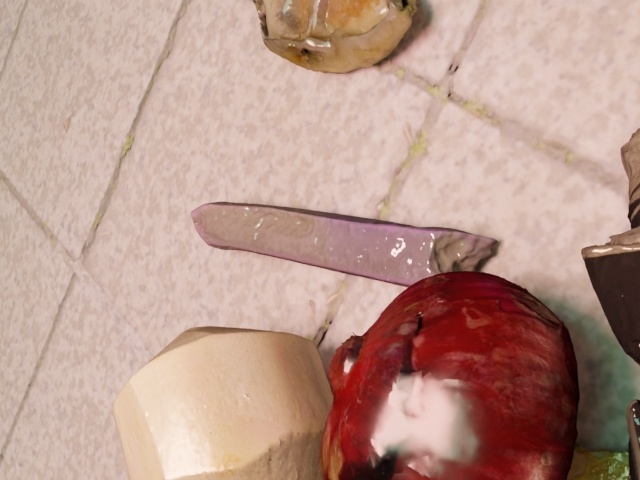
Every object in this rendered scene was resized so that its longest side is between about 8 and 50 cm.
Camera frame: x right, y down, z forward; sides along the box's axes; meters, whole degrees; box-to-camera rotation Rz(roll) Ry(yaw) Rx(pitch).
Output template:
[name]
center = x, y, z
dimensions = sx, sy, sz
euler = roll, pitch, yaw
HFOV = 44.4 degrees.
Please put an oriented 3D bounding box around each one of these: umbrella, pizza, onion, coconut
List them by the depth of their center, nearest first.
[umbrella]
center = 0.262, 0.091, 0.558
dimensions = 0.113, 0.106, 0.357
euler = -5, 82, 62
[pizza]
center = 0.219, 0.208, 0.635
dimensions = 0.108, 0.026, 0.123
euler = -46, 53, 25
[onion]
center = 0.095, 0.139, 0.635
dimensions = 0.246, 0.190, 0.246
euler = -62, 8, 15
[coconut]
center = -0.091, 0.189, 0.805
dimensions = 0.241, 0.241, 0.241
euler = -8, 77, 42

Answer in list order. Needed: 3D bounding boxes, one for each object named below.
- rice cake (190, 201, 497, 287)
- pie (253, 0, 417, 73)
[rice cake]
center = 0.000, 0.000, 0.845
dimensions = 0.399, 0.070, 0.064
euler = 9, 94, 44
[pie]
center = 0.030, -0.349, 0.874
dimensions = 0.338, 0.075, 0.337
euler = -12, 73, 47
